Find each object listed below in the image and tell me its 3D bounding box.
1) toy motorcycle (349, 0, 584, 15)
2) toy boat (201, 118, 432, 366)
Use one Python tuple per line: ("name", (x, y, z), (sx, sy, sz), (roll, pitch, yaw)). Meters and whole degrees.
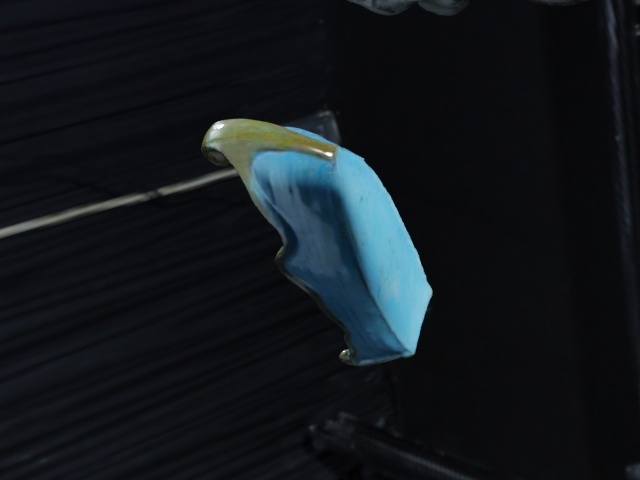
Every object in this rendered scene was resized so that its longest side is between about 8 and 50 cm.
("toy motorcycle", (0.118, -0.253, 0.873), (0.327, 0.188, 0.143), (13, -74, 35))
("toy boat", (0.000, 0.000, 0.620), (0.077, 0.075, 0.185), (-2, -40, 28))
